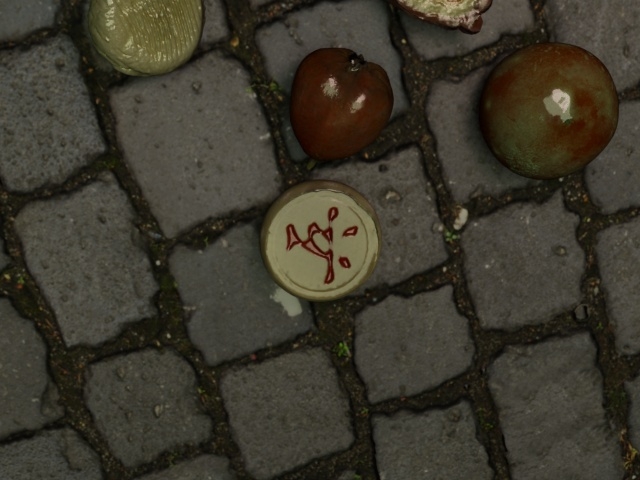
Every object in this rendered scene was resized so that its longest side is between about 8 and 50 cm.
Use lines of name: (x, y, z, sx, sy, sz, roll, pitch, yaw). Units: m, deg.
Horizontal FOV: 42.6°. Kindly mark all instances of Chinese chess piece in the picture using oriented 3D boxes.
Chinese chess piece: (0.000, 0.000, 1.663, 0.250, 0.103, 0.249, -1, 102, -6)

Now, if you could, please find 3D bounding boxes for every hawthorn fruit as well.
hawthorn fruit: (0.022, -0.241, 1.571, 0.199, 0.199, 0.251, 23, 116, -12)

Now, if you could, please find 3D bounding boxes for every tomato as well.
tomato: (0.448, -0.248, 1.593, 0.270, 0.222, 0.270, -1, 102, -5)

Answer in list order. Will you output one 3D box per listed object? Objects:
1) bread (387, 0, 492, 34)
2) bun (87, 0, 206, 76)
bread: (0.204, -0.508, 1.546, 0.244, 0.123, 0.190, 16, 100, -11)
bun: (-0.323, -0.406, 1.499, 0.220, 0.134, 0.220, -13, 113, -33)
